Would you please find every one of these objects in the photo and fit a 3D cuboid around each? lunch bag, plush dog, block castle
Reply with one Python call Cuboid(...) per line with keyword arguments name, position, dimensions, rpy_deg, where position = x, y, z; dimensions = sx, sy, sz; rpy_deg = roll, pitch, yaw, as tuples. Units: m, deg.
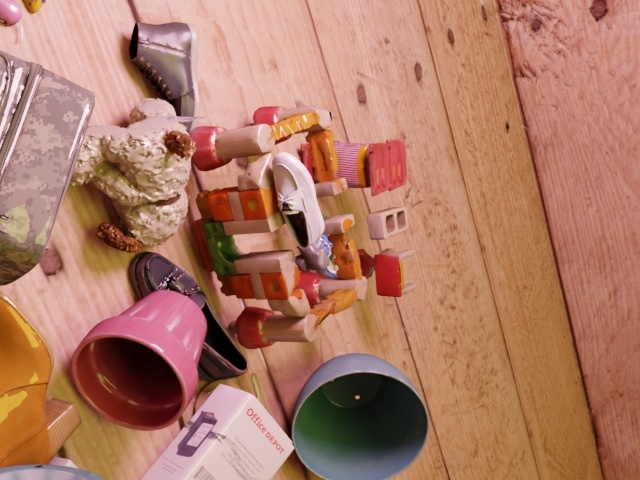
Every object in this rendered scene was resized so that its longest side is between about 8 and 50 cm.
Cuboid(name="lunch bag", position=(-0.482, -0.112, 1.017), dimensions=(0.256, 0.213, 0.305), rpy_deg=(25, 64, -29))
Cuboid(name="plush dog", position=(-0.289, -0.095, 1.296), dimensions=(0.262, 0.211, 0.225), rpy_deg=(-40, 141, -48))
Cuboid(name="block castle", position=(-0.093, -0.031, 1.511), dimensions=(0.303, 0.213, 0.453), rpy_deg=(-33, 114, -54))

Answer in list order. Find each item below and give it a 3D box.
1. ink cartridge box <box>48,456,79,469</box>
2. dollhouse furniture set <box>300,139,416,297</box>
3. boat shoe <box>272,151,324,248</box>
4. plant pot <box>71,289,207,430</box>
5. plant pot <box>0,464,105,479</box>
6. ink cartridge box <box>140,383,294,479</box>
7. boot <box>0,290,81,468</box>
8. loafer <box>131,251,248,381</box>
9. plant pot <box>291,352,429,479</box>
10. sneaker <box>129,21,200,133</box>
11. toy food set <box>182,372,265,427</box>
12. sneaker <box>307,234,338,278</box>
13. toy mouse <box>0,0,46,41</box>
Cuboid(name="ink cartridge box", position=(-0.412, 0.410, 1.163), dimensions=(0.088, 0.052, 0.122), rpy_deg=(59, 43, -29))
Cuboid(name="dollhouse furniture set", position=(0.090, -0.051, 1.768), dimensions=(0.152, 0.201, 0.373), rpy_deg=(-19, 108, -52))
Cuboid(name="boat shoe", position=(-0.048, -0.066, 1.339), dimensions=(0.063, 0.066, 0.184), rpy_deg=(-57, 142, -44))
Cuboid(name="plant pot", position=(-0.282, 0.183, 1.261), dimensions=(0.201, 0.201, 0.180), rpy_deg=(66, 25, -23))
Cuboid(name="plant pot", position=(-0.384, 0.442, 0.988), dimensions=(0.272, 0.272, 0.255), rpy_deg=(8, 87, -52))
Cuboid(name="ink cartridge box", position=(-0.185, 0.410, 1.382), dimensions=(0.237, 0.100, 0.172), rpy_deg=(-50, 126, -26))
Cuboid(name="boot", position=(-0.473, 0.232, 1.061), dimensions=(0.211, 0.104, 0.295), rpy_deg=(-47, 126, -45))
Cuboid(name="loafer", position=(-0.230, 0.139, 1.394), dimensions=(0.302, 0.095, 0.109), rpy_deg=(61, 41, -27))
Cuboid(name="plant pot", position=(0.079, 0.363, 1.668), dimensions=(0.195, 0.290, 0.290), rpy_deg=(-99, 168, -68))
Cuboid(name="sneaker", position=(-0.293, -0.291, 1.398), dimensions=(0.118, 0.083, 0.221), rpy_deg=(-5, 100, -31))
Cuboid(name="toy food set", position=(-0.196, 0.339, 1.475), dimensions=(0.192, 0.039, 0.132), rpy_deg=(-11, 89, -42))
Cuboid(name="sneaker", position=(0.000, 0.000, 1.728), dimensions=(0.080, 0.081, 0.211), rpy_deg=(-39, 115, -46))
Cuboid(name="toy mouse", position=(-0.489, -0.397, 1.172), dimensions=(0.143, 0.031, 0.160), rpy_deg=(9, 79, -52))
